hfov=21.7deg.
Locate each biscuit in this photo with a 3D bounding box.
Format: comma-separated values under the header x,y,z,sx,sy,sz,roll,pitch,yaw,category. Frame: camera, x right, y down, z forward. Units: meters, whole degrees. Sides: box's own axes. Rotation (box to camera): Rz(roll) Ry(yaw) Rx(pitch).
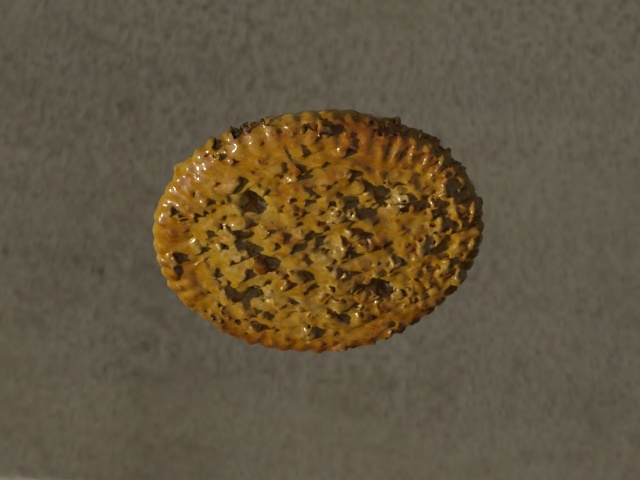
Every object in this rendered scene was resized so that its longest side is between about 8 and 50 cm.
x,y,z,sx,sy,sz,roll,pitch,yaw,category
0.000,0.000,1.272,0.254,0.035,0.254,-3,135,-3,biscuit
